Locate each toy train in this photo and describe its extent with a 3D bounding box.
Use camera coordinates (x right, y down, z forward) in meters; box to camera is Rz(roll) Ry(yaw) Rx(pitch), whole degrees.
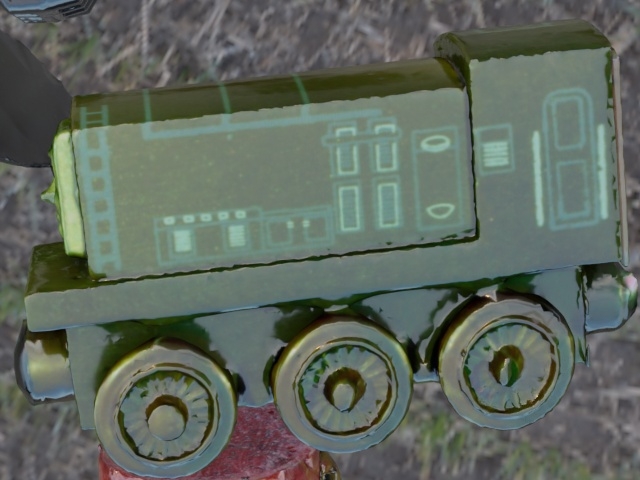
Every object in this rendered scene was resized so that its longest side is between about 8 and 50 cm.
[{"bbox_3d":[0.000,0.000,0.602,0.225,0.090,0.137,-7,107,-7],"label":"toy train"}]

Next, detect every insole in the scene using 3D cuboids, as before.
[{"bbox_3d":[-0.169,-0.063,0.709,0.012,0.309,0.110,-38,90,14],"label":"insole"}]

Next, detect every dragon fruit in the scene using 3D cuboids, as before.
[{"bbox_3d":[-0.086,0.225,1.483,0.211,0.282,0.147,-2,106,0],"label":"dragon fruit"}]

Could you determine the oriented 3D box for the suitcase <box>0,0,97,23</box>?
[{"bbox_3d":[-0.206,-0.293,1.159,0.066,0.206,0.286,-9,96,-5],"label":"suitcase"}]
